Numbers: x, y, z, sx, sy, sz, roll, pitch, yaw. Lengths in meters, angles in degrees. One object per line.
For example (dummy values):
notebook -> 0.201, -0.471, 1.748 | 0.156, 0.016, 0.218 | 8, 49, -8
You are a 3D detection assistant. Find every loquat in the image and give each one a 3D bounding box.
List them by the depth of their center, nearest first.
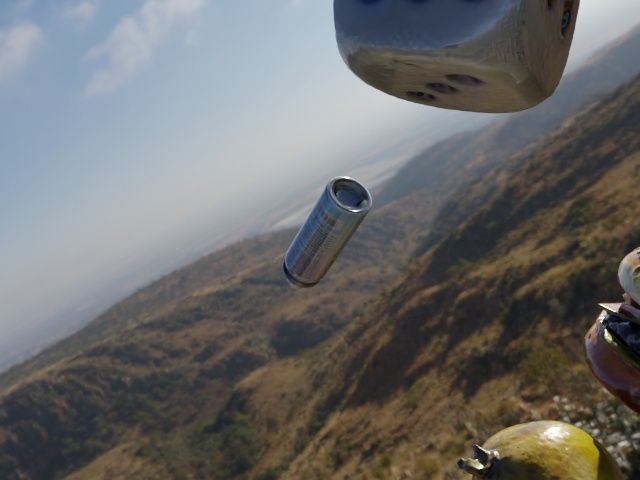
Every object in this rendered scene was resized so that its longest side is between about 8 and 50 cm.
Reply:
loquat -> 0.292, 0.339, 0.973 | 0.213, 0.246, 0.213 | -54, 17, 26

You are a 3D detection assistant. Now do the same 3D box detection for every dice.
dice -> 0.137, -0.236, 0.696 | 0.193, 0.194, 0.192 | 13, -2, 28

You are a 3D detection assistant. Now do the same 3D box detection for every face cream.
face cream -> 0.000, 0.000, 1.122 | 0.075, 0.075, 0.229 | -35, -14, -41

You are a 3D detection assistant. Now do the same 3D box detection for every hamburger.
hamburger -> 0.543, 0.139, 1.054 | 0.225, 0.291, 0.291 | -67, -8, 21
